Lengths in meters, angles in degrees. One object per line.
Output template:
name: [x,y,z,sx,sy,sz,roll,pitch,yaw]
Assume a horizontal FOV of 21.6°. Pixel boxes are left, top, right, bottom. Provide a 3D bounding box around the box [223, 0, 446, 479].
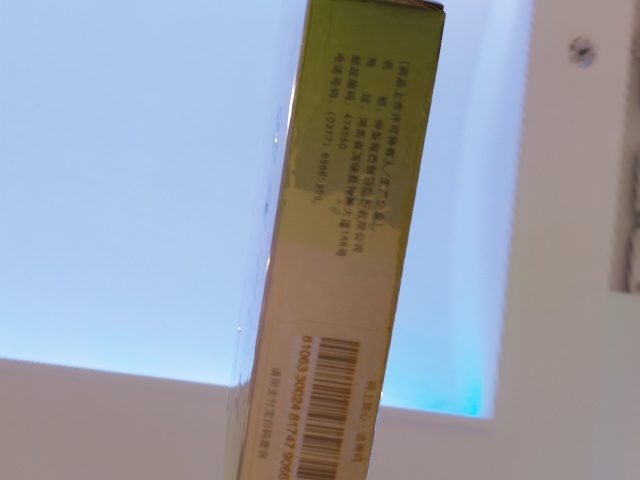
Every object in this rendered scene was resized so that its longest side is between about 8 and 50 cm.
box: [-0.001,0.000,0.787,0.062,0.175,0.261,8,-74,-5]
